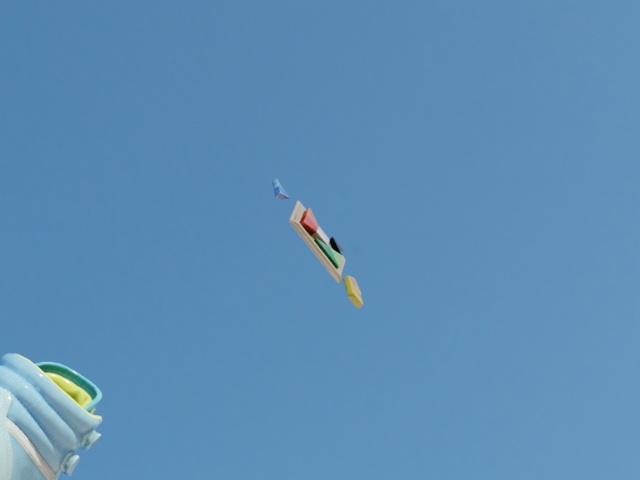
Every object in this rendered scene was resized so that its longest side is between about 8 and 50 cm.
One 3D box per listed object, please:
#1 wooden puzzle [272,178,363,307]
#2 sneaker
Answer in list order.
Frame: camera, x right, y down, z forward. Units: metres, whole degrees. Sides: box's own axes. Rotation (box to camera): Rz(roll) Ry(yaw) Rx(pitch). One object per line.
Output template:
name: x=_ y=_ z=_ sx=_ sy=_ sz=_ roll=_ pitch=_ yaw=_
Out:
wooden puzzle: x=0.000 y=0.000 z=1.556 sx=0.014 sy=0.078 sz=0.116 roll=-37 pitch=-73 yaw=10
sneaker: x=-0.274 y=0.231 z=1.664 sx=0.208 sy=0.127 sz=0.319 roll=-43 pitch=-24 yaw=-31
